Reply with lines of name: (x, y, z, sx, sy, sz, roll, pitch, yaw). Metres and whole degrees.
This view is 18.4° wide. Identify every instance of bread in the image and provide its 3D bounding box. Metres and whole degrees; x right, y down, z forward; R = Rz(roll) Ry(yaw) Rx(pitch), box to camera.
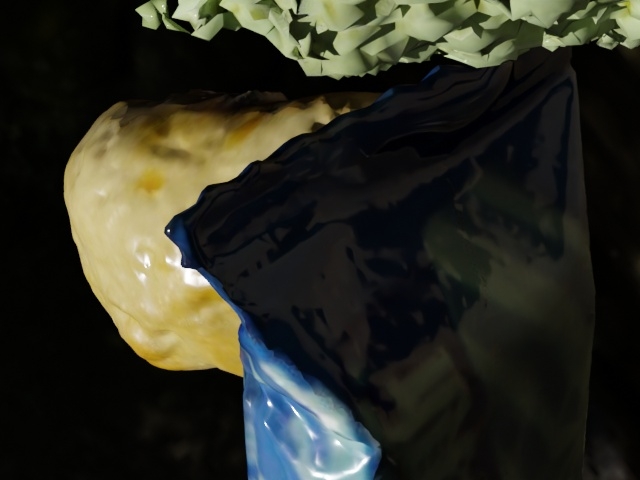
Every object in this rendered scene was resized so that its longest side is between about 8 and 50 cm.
bread: (0.000, 0.000, 0.893, 0.244, 0.244, 0.134, -154, 65, -81)

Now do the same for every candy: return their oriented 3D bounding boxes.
candy: (0.032, 0.093, 0.672, 0.077, 0.187, 0.331, 26, 132, 34)

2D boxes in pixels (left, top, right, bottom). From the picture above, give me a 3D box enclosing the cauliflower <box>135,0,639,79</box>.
cauliflower: (0.053, -0.170, 0.323, 0.250, 0.275, 0.272, 50, 138, 42)
